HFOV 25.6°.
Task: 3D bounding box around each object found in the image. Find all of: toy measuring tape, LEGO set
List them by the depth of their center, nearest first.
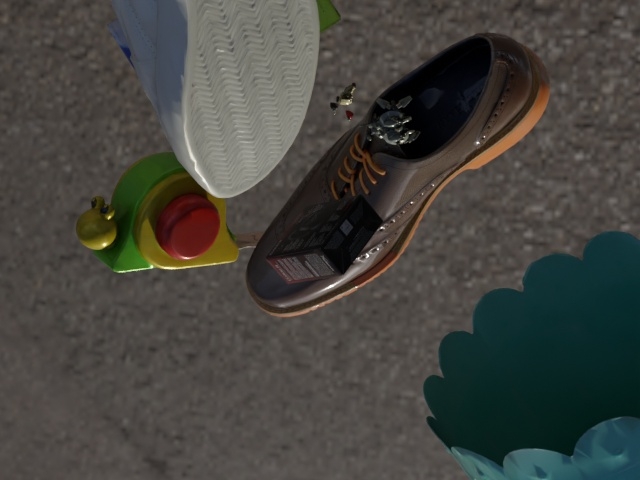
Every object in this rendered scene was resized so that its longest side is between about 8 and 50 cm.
[{"bbox_3d":[0.047,-0.096,1.139,0.083,0.023,0.054,9,138,-17],"label":"LEGO set"},{"bbox_3d":[-0.107,-0.039,1.484,0.330,0.121,0.121,-7,164,-38],"label":"toy measuring tape"}]

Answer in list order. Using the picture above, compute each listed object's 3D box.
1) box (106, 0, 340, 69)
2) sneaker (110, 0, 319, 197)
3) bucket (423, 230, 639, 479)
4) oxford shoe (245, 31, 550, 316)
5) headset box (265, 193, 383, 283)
[{"bbox_3d":[-0.084,-0.192,1.239,0.178,0.109,0.042,-32,-176,2],"label":"box"},{"bbox_3d":[-0.098,-0.167,0.799,0.169,0.108,0.293,36,151,33],"label":"sneaker"},{"bbox_3d":[0.238,0.137,1.116,0.281,0.281,0.183,-17,117,37],"label":"bucket"},{"bbox_3d":[0.047,-0.068,1.329,0.363,0.130,0.132,-45,157,14],"label":"oxford shoe"},{"bbox_3d":[0.000,0.000,1.109,0.032,0.062,0.083,49,148,-20],"label":"headset box"}]
